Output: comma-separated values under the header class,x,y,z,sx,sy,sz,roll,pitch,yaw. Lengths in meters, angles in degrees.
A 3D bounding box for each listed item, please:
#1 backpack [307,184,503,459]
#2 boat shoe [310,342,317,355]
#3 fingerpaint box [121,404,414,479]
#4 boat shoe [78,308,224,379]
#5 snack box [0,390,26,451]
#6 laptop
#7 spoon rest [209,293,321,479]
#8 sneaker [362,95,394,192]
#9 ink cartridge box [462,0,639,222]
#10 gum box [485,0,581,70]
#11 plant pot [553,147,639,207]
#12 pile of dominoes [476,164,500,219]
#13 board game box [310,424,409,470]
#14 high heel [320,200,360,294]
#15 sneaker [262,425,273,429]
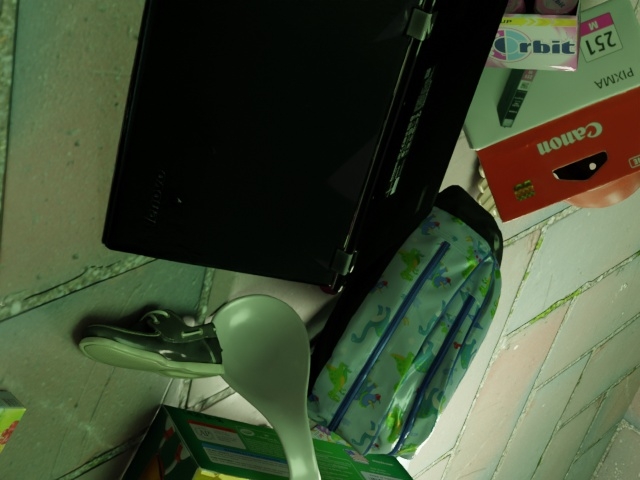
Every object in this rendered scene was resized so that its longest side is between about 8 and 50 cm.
class,x,y,z,sx,sy,sz,roll,pitch,yaw
backpack,0.114,0.139,1.611,0.355,0.273,0.290,-36,167,-36
boat shoe,0.020,0.189,1.784,0.226,0.083,0.075,-28,159,-26
fingerpaint box,-0.105,0.468,1.637,0.445,0.163,0.371,19,106,-35
boat shoe,-0.206,0.122,1.373,0.233,0.084,0.079,19,68,-54
snack box,-0.396,0.210,1.198,0.100,0.037,0.141,-59,151,8
laptop,0.000,-0.164,1.268,0.408,0.236,0.382,-36,150,-52
spoon rest,-0.060,0.200,1.477,0.137,0.276,0.084,-16,167,-18
sneaker,0.053,-0.130,1.436,0.135,0.098,0.276,-58,153,4
ink cartridge box,0.339,-0.181,1.568,0.275,0.238,0.060,-21,180,6
gum box,0.248,-0.286,1.482,0.107,0.188,0.062,70,29,-56
plant pot,0.413,-0.176,1.766,0.272,0.272,0.265,-56,156,4
pile of dominoes,0.320,-0.146,1.917,0.196,0.040,0.251,-33,137,-34
board game box,0.052,0.447,2.033,0.144,0.142,0.275,-30,144,-37
high heel,0.000,0.000,1.570,0.244,0.117,0.082,114,-3,-66
sneaker,-0.059,0.451,1.873,0.122,0.146,0.330,-43,152,-23
